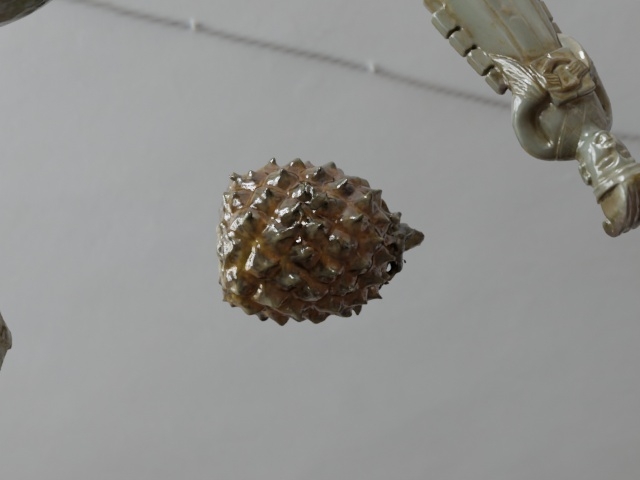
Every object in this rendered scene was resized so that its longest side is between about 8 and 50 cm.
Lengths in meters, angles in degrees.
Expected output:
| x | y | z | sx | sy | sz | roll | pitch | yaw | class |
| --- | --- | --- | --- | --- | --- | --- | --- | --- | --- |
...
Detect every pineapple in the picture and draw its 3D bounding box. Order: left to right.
| x | y | z | sx | sy | sz | roll | pitch | yaw | class |
| --- | --- | --- | --- | --- | --- | --- | --- | --- | --- |
| 0.000 | 0.000 | 1.524 | 0.193 | 0.166 | 0.166 | -2 | -45 | -7 | pineapple |

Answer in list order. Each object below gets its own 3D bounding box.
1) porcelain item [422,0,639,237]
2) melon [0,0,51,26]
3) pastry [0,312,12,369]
| x | y | z | sx | sy | sz | roll | pitch | yaw | class |
| --- | --- | --- | --- | --- | --- | --- | --- | --- | --- |
| 0.153 | -0.099 | 1.104 | 0.084 | 0.213 | 0.054 | -25 | -21 | -19 | porcelain item |
| -0.202 | -0.260 | 0.914 | 0.237 | 0.301 | 0.237 | 8 | -29 | 5 | melon |
| -0.376 | 0.049 | 1.259 | 0.330 | 0.136 | 0.329 | 18 | -34 | 13 | pastry |
